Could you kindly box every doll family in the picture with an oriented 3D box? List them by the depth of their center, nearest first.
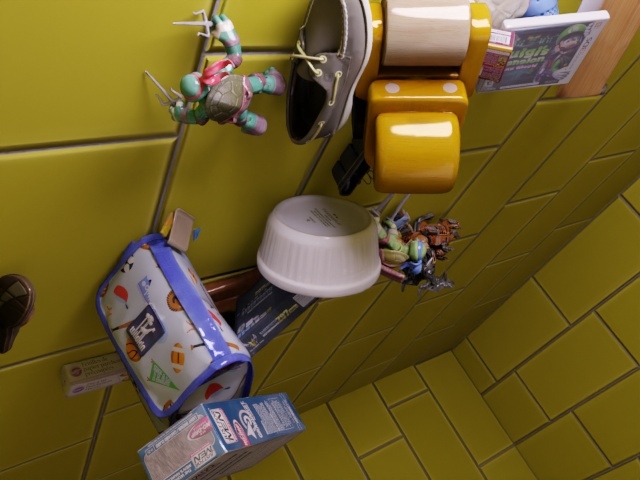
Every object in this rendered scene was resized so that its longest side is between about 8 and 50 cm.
[{"bbox_3d":[0.200,-0.027,1.719,0.111,0.076,0.193,-28,151,2],"label":"doll family"}]

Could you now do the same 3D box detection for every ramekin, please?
[{"bbox_3d":[0.000,0.000,1.315,0.273,0.273,0.127,-15,123,-33],"label":"ramekin"}]

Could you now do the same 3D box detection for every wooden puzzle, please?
[{"bbox_3d":[-0.275,-0.020,1.197,0.014,0.078,0.116,8,159,21],"label":"wooden puzzle"}]

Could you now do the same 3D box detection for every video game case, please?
[{"bbox_3d":[0.395,-0.337,1.108,0.190,0.022,0.173,-8,155,-7],"label":"video game case"}]

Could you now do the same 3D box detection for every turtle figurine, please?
[{"bbox_3d":[-0.150,-0.222,0.896,0.175,0.118,0.234,-43,159,23],"label":"turtle figurine"},{"bbox_3d":[0.123,-0.036,1.528,0.266,0.274,0.198,-7,-159,11],"label":"turtle figurine"}]

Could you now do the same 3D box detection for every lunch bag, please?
[{"bbox_3d":[-0.300,0.209,1.272,0.239,0.328,0.385,-23,156,-29],"label":"lunch bag"}]

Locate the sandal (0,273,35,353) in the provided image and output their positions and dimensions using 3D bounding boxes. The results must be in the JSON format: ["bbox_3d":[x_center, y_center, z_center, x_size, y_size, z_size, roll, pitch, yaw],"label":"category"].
[{"bbox_3d":[-0.557,0.131,1.116,0.060,0.090,0.219,-29,160,-50],"label":"sandal"}]

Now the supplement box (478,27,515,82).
[{"bbox_3d":[0.294,-0.317,1.046,0.055,0.043,0.083,13,154,5],"label":"supplement box"}]

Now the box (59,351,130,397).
[{"bbox_3d":[-0.492,0.319,1.566,0.324,0.063,0.067,-8,146,-41],"label":"box"}]

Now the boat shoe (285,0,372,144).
[{"bbox_3d":[0.003,-0.269,0.952,0.091,0.109,0.305,-37,158,-28],"label":"boat shoe"}]

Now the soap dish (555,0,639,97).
[{"bbox_3d":[0.570,-0.444,1.198,0.229,0.118,0.291,-57,166,-24],"label":"soap dish"}]

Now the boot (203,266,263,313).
[{"bbox_3d":[-0.182,0.157,1.585,0.280,0.096,0.264,-23,155,-16],"label":"boot"}]

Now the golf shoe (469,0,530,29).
[{"bbox_3d":[0.272,-0.398,1.054,0.140,0.115,0.306,-22,153,-14],"label":"golf shoe"}]

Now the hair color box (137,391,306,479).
[{"bbox_3d":[-0.187,0.409,1.260,0.174,0.105,0.347,-38,159,12],"label":"hair color box"}]

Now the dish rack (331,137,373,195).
[{"bbox_3d":[0.164,-0.198,1.346,0.272,0.074,0.208,-8,147,-42],"label":"dish rack"}]

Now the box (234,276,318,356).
[{"bbox_3d":[-0.101,0.132,1.406,0.233,0.183,0.059,-41,113,16],"label":"box"}]

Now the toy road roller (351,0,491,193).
[{"bbox_3d":[0.161,-0.226,1.026,0.203,0.240,0.329,-1,147,-1],"label":"toy road roller"}]

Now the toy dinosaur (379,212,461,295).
[{"bbox_3d":[0.294,0.039,1.849,0.322,0.218,0.164,-16,-163,-7],"label":"toy dinosaur"}]

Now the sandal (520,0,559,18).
[{"bbox_3d":[0.406,-0.420,1.136,0.126,0.138,0.317,-30,154,1],"label":"sandal"}]

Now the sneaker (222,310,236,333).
[{"bbox_3d":[-0.265,0.233,1.658,0.106,0.101,0.267,-46,162,7],"label":"sneaker"}]
